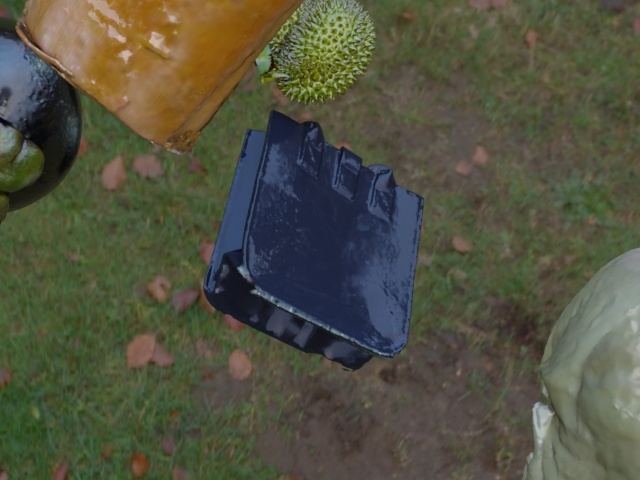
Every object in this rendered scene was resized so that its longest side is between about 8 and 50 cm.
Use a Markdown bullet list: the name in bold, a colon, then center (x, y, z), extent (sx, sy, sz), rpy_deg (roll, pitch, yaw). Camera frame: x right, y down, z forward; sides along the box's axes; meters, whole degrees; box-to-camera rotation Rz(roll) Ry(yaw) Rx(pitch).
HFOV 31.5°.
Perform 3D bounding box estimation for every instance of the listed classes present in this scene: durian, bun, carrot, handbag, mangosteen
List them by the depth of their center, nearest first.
- **carrot**: center (-0.079, -0.203, 0.702), extent (0.196, 0.254, 0.196), rpy_deg (37, 15, -12)
- **bun**: center (0.295, 0.186, 1.053), extent (0.213, 0.361, 0.361), rpy_deg (-1, 58, -1)
- **mangosteen**: center (-0.364, -0.121, 1.211), extent (0.243, 0.243, 0.243), rpy_deg (5, 57, -8)
- **durian**: center (0.004, -0.277, 1.662), extent (0.159, 0.146, 0.198), rpy_deg (-11, 39, 24)
- **handbag**: center (0.000, 0.000, 1.675), extent (0.303, 0.122, 0.329), rpy_deg (28, 55, -26)
